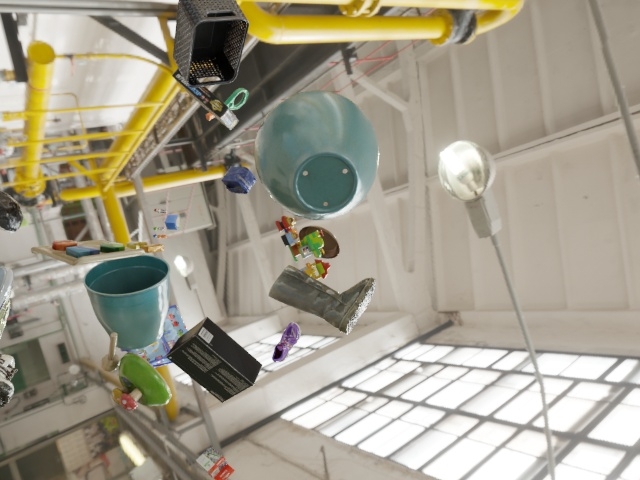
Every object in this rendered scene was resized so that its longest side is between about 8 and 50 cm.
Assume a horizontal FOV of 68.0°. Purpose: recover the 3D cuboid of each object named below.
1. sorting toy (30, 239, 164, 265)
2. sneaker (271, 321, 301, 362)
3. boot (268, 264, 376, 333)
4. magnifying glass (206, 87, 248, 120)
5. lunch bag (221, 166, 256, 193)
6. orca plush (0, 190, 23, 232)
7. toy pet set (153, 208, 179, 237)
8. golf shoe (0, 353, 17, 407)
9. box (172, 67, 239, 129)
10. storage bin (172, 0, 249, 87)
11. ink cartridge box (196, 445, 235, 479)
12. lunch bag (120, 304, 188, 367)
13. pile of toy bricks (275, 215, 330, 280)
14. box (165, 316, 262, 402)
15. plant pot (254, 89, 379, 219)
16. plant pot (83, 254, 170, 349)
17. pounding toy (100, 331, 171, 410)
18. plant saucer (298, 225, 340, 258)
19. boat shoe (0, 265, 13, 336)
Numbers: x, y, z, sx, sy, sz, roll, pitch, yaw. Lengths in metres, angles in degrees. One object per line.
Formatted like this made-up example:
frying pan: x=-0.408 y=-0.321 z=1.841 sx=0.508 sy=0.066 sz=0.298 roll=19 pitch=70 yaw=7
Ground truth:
sorting toy: x=-0.625 y=0.018 z=1.372 sx=0.228 sy=0.307 sz=0.041 roll=9 pitch=-80 yaw=30
sneaker: x=-0.131 y=0.389 z=1.793 sx=0.068 sy=0.071 sz=0.170 roll=26 pitch=-87 yaw=19
boot: x=0.009 y=0.116 z=1.134 sx=0.208 sy=0.189 sz=0.076 roll=22 pitch=-49 yaw=23
magnifying glass: x=-0.392 y=-0.572 z=2.006 sx=0.026 sy=0.231 sz=0.092 roll=37 pitch=-33 yaw=11
lunch bag: x=-0.250 y=-0.178 z=1.427 sx=0.098 sy=0.065 sz=0.067 roll=7 pitch=-34 yaw=42
orca plush: x=-0.757 y=-0.124 z=1.077 sx=0.287 sy=0.151 sz=0.102 roll=29 pitch=-91 yaw=38
toy pet set: x=-0.634 y=-0.067 z=1.921 sx=0.065 sy=0.114 sz=0.122 roll=-56 pitch=148 yaw=-84
golf shoe: x=-0.585 y=0.238 z=0.843 sx=0.198 sy=0.094 sz=0.077 roll=-5 pitch=-56 yaw=36
box: x=-0.396 y=-0.491 z=1.650 sx=0.220 sy=0.051 sz=0.175 roll=41 pitch=0 yaw=2
storage bin: x=-0.239 y=-0.428 z=1.019 sx=0.084 sy=0.122 sz=0.180 roll=61 pitch=-31 yaw=18
ink cartridge box: x=-0.331 y=0.709 z=1.498 sx=0.115 sy=0.063 sz=0.029 roll=21 pitch=-47 yaw=35
lunch bag: x=-0.710 y=0.418 z=1.994 sx=0.138 sy=0.293 sz=0.221 roll=-42 pitch=-109 yaw=28
pile of toy bricks: x=-0.036 y=0.010 z=1.329 sx=0.212 sy=0.105 sz=0.118 roll=65 pitch=5 yaw=7
box: x=-0.357 y=0.407 z=1.604 sx=0.184 sy=0.103 sz=0.261 roll=-37 pitch=-74 yaw=29
plant pot: x=0.001 y=-0.158 z=1.032 sx=0.195 sy=0.290 sz=0.290 roll=-103 pitch=-165 yaw=-61
plant pot: x=-0.644 y=0.222 z=1.633 sx=0.271 sy=0.271 sz=0.255 roll=31 pitch=-52 yaw=45
pounding toy: x=-0.538 y=0.397 z=1.315 sx=0.237 sy=0.110 sz=0.183 roll=40 pitch=-43 yaw=7
plant saucer: x=0.000 y=0.000 z=2.068 sx=0.198 sy=0.036 sz=0.199 roll=20 pitch=-38 yaw=16
boat shoe: x=-1.133 y=0.238 z=1.642 sx=0.109 sy=0.094 sz=0.303 roll=16 pitch=-98 yaw=19
